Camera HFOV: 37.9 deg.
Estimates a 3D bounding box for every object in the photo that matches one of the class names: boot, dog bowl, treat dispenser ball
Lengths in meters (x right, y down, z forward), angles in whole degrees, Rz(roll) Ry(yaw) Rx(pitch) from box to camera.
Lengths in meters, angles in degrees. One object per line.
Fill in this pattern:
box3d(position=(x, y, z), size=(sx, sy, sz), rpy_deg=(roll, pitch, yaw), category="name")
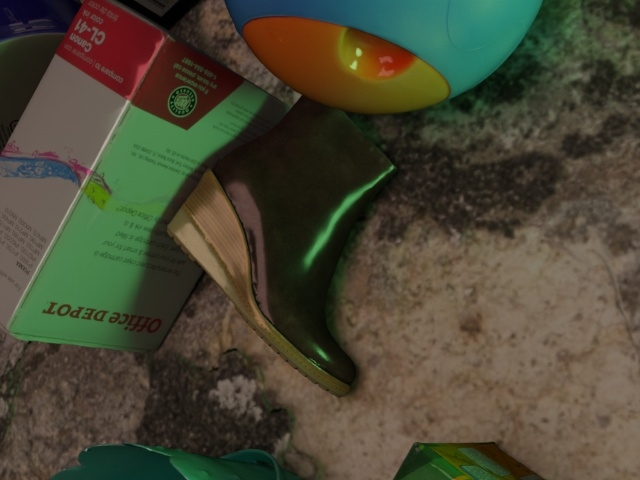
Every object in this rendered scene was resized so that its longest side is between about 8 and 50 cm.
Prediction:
box3d(position=(0.000, 0.000, 0.887), size=(0.207, 0.090, 0.248), rpy_deg=(-42, 86, -5), category="boot")
box3d(position=(-0.345, -0.153, 1.010), size=(0.265, 0.265, 0.104), rpy_deg=(-44, 65, 14), category="dog bowl")
box3d(position=(0.053, -0.252, 0.795), size=(0.288, 0.288, 0.288), rpy_deg=(-6, 76, 28), category="treat dispenser ball")

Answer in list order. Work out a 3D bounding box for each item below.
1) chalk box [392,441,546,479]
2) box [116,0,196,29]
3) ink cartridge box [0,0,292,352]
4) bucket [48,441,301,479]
box3d(position=(0.102, 0.322, 0.710), size=(0.180, 0.179, 0.289), rpy_deg=(31, 95, 31), category="chalk box")
box3d(position=(-0.215, -0.360, 1.073), size=(0.153, 0.108, 0.207), rpy_deg=(-40, 64, 17), category="box")
box3d(position=(-0.194, -0.055, 0.928), size=(0.131, 0.226, 0.306), rpy_deg=(36, 97, 30), category="ink cartridge box")
box3d(position=(-0.118, 0.311, 0.812), size=(0.281, 0.183, 0.281), rpy_deg=(-12, 70, 35), category="bucket")
